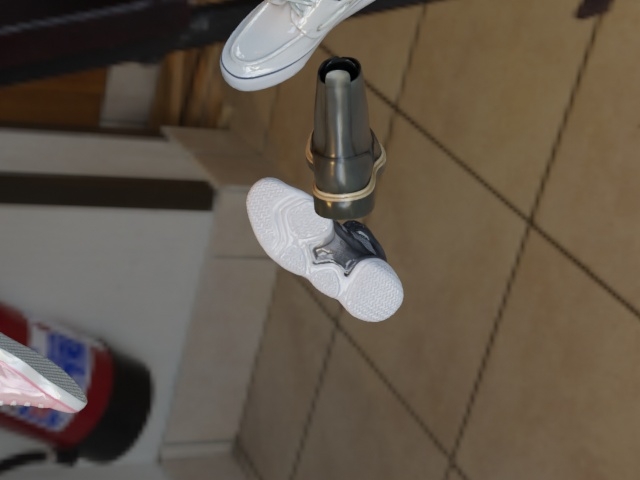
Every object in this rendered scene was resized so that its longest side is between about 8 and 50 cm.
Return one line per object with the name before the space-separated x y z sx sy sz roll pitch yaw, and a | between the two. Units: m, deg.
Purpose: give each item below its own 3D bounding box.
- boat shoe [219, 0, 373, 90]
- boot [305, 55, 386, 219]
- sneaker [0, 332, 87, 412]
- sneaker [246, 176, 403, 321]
boat shoe | -0.012 -0.282 1.631 0.096 0.267 0.088 51 171 22
boot | 0.023 -0.120 1.267 0.198 0.077 0.137 -101 7 -64
sneaker | -0.275 0.127 1.211 0.070 0.134 0.051 -55 13 7
sneaker | 0.000 0.000 1.962 0.101 0.268 0.153 -46 15 11
